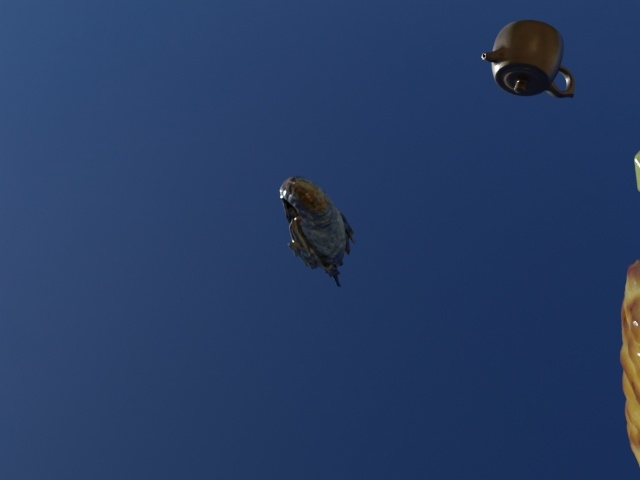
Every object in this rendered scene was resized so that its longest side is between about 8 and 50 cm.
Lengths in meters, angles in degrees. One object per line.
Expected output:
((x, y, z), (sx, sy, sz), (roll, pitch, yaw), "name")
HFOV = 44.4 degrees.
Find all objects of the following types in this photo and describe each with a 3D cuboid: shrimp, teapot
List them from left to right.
((0.000, 0.000, 1.079), (0.079, 0.233, 0.090), (29, -116, 35), "shrimp")
((0.232, -0.190, 0.866), (0.121, 0.076, 0.068), (24, -113, -17), "teapot")

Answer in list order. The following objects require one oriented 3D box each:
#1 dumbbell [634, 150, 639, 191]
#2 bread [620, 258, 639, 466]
((0.605, -0.165, 1.225), (0.302, 0.121, 0.108), (-39, -85, -31), "dumbbell")
((0.315, 0.103, 0.565), (0.182, 0.222, 0.096), (-8, -148, 13), "bread")
